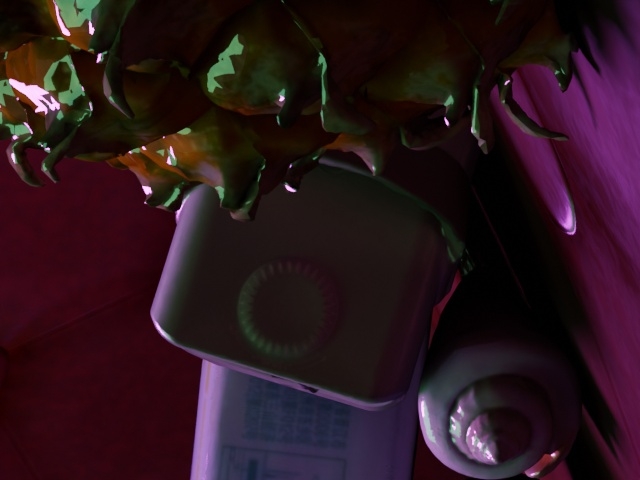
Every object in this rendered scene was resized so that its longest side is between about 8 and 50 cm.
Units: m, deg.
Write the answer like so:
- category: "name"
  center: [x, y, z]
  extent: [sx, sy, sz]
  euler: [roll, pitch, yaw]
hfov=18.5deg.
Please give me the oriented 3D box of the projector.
- category: "projector"
  center: [0.000, 0.000, 1.150]
  extent: [0.242, 0.163, 0.177]
  euler: [81, -155, -83]

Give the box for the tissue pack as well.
- category: "tissue pack"
  center: [-0.007, 0.121, 1.406]
  extent: [0.287, 0.162, 0.388]
  euler: [105, 172, -86]

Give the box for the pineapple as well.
- category: "pineapple"
  center: [-0.067, -0.076, 0.726]
  extent: [0.344, 0.286, 0.209]
  euler: [-114, 0, -78]

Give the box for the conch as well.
- category: "conch"
  center: [0.105, 0.083, 1.184]
  extent: [0.176, 0.104, 0.094]
  euler: [-106, 31, -71]

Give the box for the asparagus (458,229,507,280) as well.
- category: "asparagus"
  center: [0.126, 0.063, 1.301]
  extent: [0.036, 0.030, 0.165]
  euler: [-78, -36, -74]

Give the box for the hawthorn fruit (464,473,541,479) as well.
- category: "hawthorn fruit"
  center: [0.138, 0.253, 1.488]
  extent: [0.200, 0.179, 0.179]
  euler: [-98, -15, -59]
